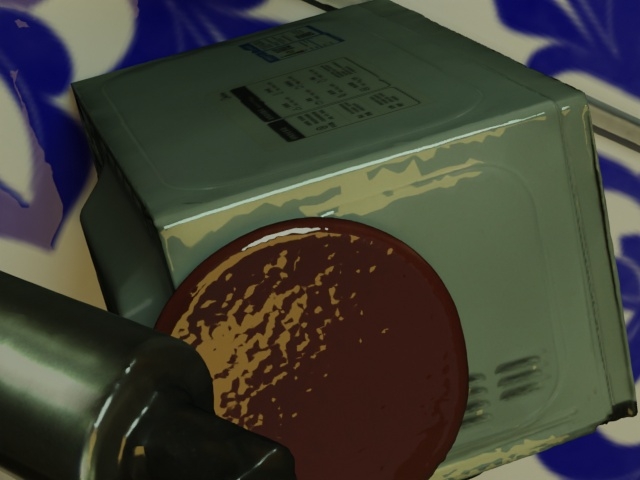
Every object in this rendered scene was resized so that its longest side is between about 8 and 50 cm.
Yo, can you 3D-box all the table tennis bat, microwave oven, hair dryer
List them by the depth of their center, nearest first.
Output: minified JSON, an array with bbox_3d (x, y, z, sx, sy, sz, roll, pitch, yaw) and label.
[{"bbox_3d":[0.004,0.067,0.430,0.098,0.019,0.155,-19,109,-10],"label":"table tennis bat"},{"bbox_3d":[-0.147,0.079,0.432,0.155,0.284,0.320,-22,132,-27],"label":"hair dryer"},{"bbox_3d":[0.000,0.000,0.531,0.162,0.208,0.122,-18,111,-10],"label":"microwave oven"}]
